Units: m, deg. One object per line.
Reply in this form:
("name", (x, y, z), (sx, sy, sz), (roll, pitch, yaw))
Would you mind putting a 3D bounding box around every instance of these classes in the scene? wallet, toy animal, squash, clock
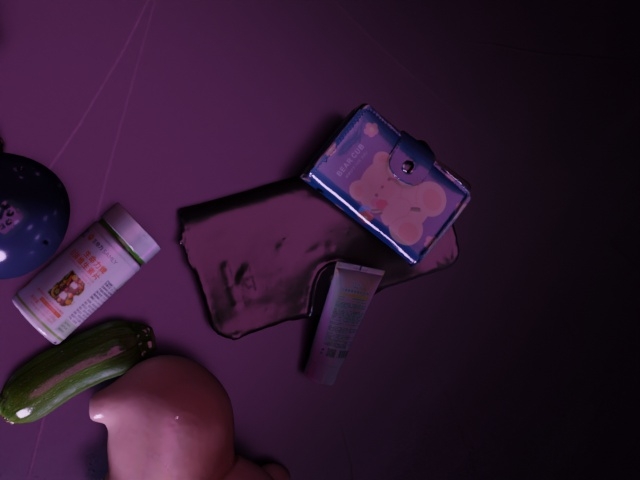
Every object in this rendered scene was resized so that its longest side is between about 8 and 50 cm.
("wallet", (0.092, -0.077, 1.339), (0.202, 0.059, 0.141), (38, 87, -9))
("toy animal", (-0.165, 0.310, 1.273), (0.269, 0.237, 0.326), (-1, 90, -3))
("wallet", (0.000, 0.000, 1.373), (0.378, 0.051, 0.197), (-17, 96, -11))
("squash", (-0.317, 0.166, 1.289), (0.219, 0.068, 0.077), (-25, 81, -12))
("clock", (-0.428, -0.055, 1.218), (0.243, 0.146, 0.199), (35, 79, -6))

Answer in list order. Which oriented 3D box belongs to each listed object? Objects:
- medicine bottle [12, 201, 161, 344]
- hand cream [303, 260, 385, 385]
("medicine bottle", (-0.301, 0.042, 1.279), (0.183, 0.086, 0.086), (-44, 102, -9))
("hand cream", (0.028, 0.113, 1.360), (0.076, 0.047, 0.174), (11, 108, -27))
